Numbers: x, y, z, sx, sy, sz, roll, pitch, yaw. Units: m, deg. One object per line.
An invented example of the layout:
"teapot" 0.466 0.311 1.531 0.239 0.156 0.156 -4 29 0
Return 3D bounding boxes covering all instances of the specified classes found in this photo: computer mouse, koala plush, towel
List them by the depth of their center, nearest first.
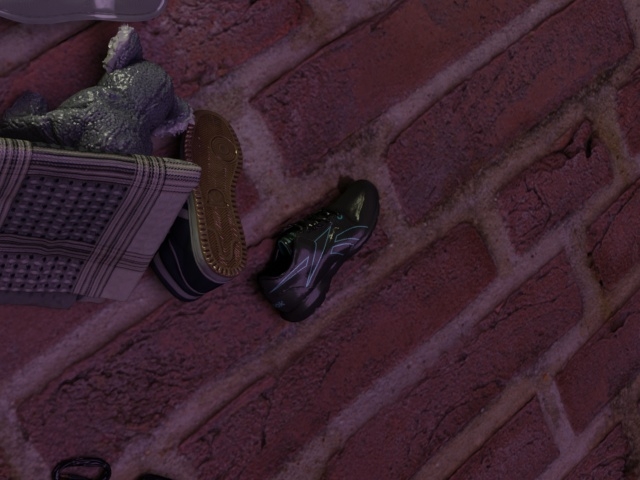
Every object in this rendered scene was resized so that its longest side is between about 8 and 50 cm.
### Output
"towel" -0.351 -0.005 1.317 0.312 0.324 0.056 5 53 -34
"koala plush" -0.274 -0.166 1.415 0.196 0.203 0.221 55 53 -27
"computer mouse" -0.284 0.370 1.543 0.242 0.041 0.071 25 82 -27

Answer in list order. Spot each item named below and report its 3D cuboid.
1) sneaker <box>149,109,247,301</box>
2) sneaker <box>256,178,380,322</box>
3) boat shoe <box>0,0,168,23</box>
"sneaker" -0.187 -0.046 1.540 0.099 0.153 0.282 11 58 -32
"sneaker" 0.000 0.000 1.658 0.106 0.101 0.267 42 71 -27
"boat shoe" -0.356 -0.341 1.388 0.302 0.091 0.114 4 100 -36
